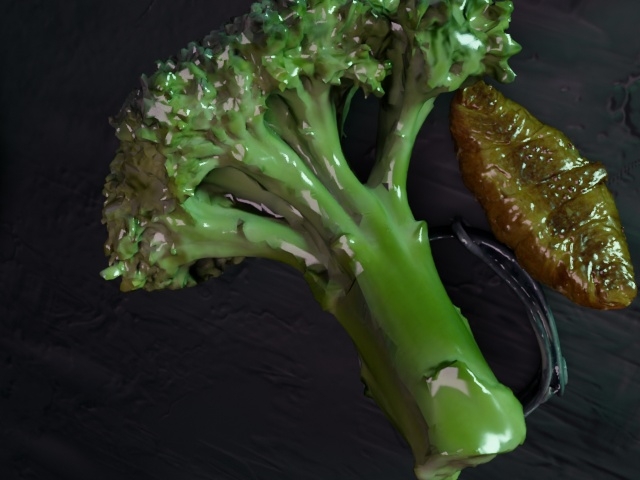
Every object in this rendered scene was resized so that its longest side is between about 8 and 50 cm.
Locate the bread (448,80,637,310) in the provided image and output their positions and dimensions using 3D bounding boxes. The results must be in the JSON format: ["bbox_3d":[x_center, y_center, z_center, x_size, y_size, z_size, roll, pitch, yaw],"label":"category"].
[{"bbox_3d":[0.188,-0.040,0.571,0.104,0.076,0.233,-30,76,-9],"label":"bread"}]

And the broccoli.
[{"bbox_3d":[-0.023,0.001,0.553,0.353,0.274,0.397,-4,100,51],"label":"broccoli"}]

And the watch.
[{"bbox_3d":[0.128,0.080,0.624,0.192,0.068,0.207,-7,102,14],"label":"watch"}]
